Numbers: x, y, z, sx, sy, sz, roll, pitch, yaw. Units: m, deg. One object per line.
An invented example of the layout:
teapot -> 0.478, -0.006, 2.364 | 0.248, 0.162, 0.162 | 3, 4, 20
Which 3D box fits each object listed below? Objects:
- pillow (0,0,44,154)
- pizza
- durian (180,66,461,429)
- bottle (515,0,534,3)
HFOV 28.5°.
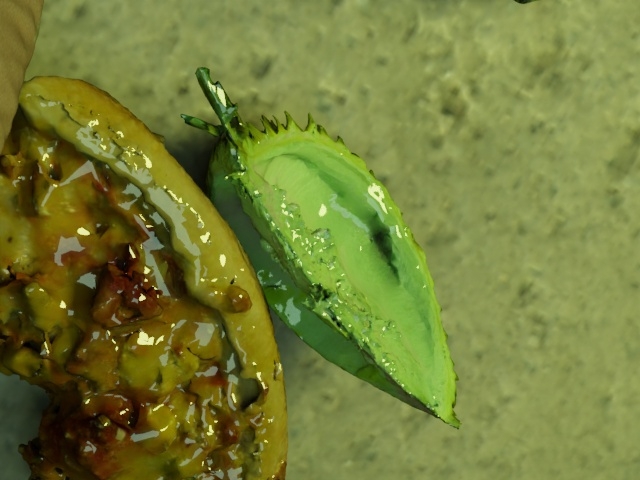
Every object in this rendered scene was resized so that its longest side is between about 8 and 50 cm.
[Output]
pillow -> -0.205, -0.107, 0.463 | 0.236, 0.223, 0.084 | 29, 132, -28
pizza -> -0.097, 0.067, 0.602 | 0.161, 0.086, 0.306 | -11, 115, 10
durian -> 0.000, 0.000, 0.613 | 0.086, 0.100, 0.215 | -39, 108, 0
bottle -> 0.184, -0.169, 0.613 | 0.201, 0.072, 0.072 | -13, 114, -11
